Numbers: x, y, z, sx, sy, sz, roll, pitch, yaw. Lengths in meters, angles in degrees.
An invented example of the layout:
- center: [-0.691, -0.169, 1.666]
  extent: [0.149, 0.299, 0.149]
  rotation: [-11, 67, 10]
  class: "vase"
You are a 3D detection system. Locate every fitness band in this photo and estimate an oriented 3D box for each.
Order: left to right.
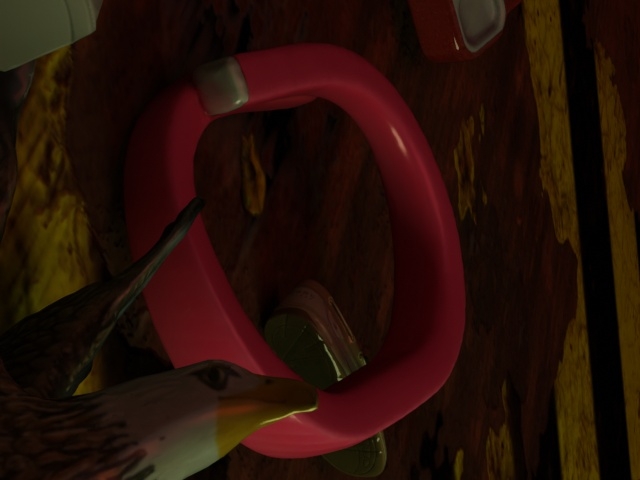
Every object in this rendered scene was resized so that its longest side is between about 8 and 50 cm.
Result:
- center: [0.000, 0.000, 0.832]
  extent: [0.291, 0.054, 0.209]
  rotation: [-21, 91, -62]
  class: "fitness band"

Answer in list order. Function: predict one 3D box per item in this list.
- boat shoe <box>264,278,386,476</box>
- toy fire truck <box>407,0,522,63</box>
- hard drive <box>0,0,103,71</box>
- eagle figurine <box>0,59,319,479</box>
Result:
- center: [0.011, 0.081, 0.911]
  extent: [0.045, 0.050, 0.135]
  rotation: [-63, 142, -45]
  class: "boat shoe"
- center: [0.120, -0.315, 1.172]
  extent: [0.254, 0.169, 0.302]
  rotation: [-44, 127, -41]
  class: "toy fire truck"
- center: [-0.122, -0.243, 0.522]
  extent: [0.233, 0.047, 0.353]
  rotation: [58, 20, -32]
  class: "hard drive"
- center: [-0.113, 0.057, 0.479]
  extent: [0.226, 0.225, 0.298]
  rotation: [-63, -147, 30]
  class: "eagle figurine"
